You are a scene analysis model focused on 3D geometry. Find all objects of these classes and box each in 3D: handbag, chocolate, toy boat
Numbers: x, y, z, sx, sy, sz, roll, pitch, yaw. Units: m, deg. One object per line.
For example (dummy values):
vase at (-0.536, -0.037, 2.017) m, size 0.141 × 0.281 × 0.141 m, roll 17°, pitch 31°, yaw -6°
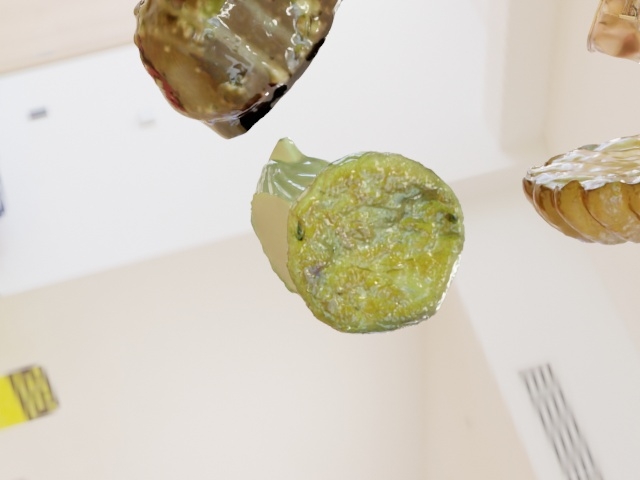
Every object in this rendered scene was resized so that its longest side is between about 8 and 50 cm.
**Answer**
handbag at (0.523, -0.373, 2.206) m, size 0.205 × 0.116 × 0.179 m, roll -41°, pitch 149°, yaw -50°
chocolate at (-0.119, -0.326, 1.788) m, size 0.210 × 0.340 × 0.225 m, roll 33°, pitch -3°, yaw -36°
toy boat at (0.000, 0.000, 1.761) m, size 0.290 × 0.100 × 0.199 m, roll 51°, pitch -45°, yaw 26°

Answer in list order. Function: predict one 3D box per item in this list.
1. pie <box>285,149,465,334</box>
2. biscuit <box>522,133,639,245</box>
pie at (0.053, 0.003, 1.346) m, size 0.041 × 0.187 × 0.187 m, roll -160°, pitch -124°, yaw -80°
biscuit at (0.420, -0.072, 1.715) m, size 0.326 × 0.325 × 0.107 m, roll -132°, pitch -151°, yaw -75°
